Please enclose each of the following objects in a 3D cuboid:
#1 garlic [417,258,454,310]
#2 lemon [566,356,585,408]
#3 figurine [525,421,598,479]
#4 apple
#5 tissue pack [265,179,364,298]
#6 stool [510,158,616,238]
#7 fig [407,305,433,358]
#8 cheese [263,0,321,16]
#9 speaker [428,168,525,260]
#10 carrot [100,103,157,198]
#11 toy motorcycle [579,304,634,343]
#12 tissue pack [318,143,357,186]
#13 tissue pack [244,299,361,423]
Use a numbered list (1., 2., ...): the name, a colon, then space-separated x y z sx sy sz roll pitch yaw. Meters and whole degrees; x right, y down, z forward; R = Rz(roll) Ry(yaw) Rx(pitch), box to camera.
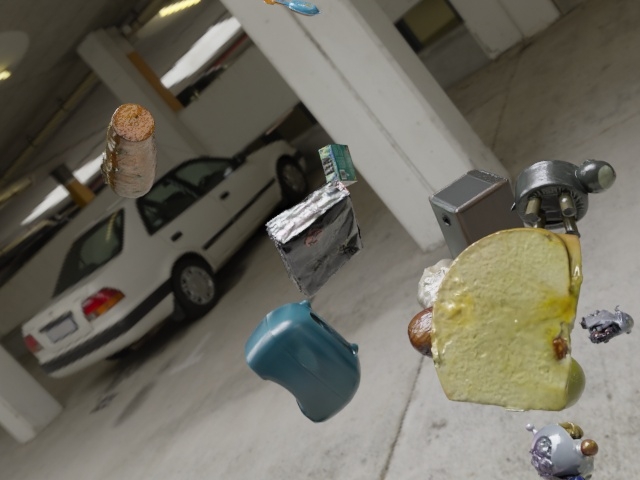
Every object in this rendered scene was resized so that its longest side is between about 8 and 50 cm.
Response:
1. garlic: 0.412 0.181 2.065 0.218 0.212 0.219 -18 43 17
2. lemon: 0.728 0.433 2.107 0.184 0.248 0.184 -54 16 24
3. figurine: 0.553 0.541 1.493 0.194 0.133 0.275 108 163 -63
4. apple: 0.346 0.138 1.171 0.252 0.313 0.309 -10 73 56
5. tissue pack: 0.000 0.000 1.831 0.245 0.123 0.332 -37 -28 -10
6. stool: 0.516 -0.094 1.446 0.228 0.153 0.139 127 161 -50
7. fig: 0.304 0.198 1.629 0.134 0.146 0.201 -110 34 -44
8. cheese: -0.052 -0.439 1.247 0.047 0.111 0.017 -81 6 -54
9. speaker: 0.419 -0.044 1.758 0.192 0.231 0.153 -32 27 -9
10. carrot: -0.455 -0.212 1.612 0.139 0.138 0.302 -47 0 -31
11. toy motorcycle: 0.776 0.223 1.815 0.122 0.080 0.215 -27 1 15
12. tissue pack: 0.042 -0.205 1.872 0.079 0.111 0.085 -21 -9 37
13. tissue pack: -0.032 0.295 1.674 0.206 0.287 0.198 -47 10 5
